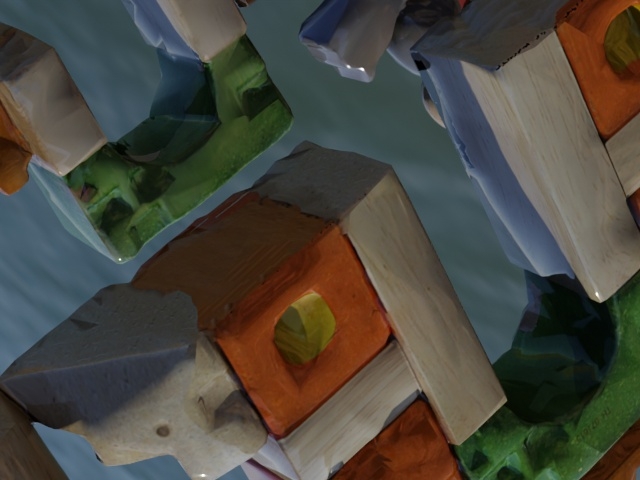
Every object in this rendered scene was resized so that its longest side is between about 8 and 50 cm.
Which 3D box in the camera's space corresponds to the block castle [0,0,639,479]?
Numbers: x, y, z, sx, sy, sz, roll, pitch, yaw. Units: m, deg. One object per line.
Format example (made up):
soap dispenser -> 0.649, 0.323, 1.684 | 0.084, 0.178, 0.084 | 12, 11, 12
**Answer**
block castle -> 0.000, 0.000, 0.809 | 0.303, 0.453, 0.213 | 24, 149, 52
